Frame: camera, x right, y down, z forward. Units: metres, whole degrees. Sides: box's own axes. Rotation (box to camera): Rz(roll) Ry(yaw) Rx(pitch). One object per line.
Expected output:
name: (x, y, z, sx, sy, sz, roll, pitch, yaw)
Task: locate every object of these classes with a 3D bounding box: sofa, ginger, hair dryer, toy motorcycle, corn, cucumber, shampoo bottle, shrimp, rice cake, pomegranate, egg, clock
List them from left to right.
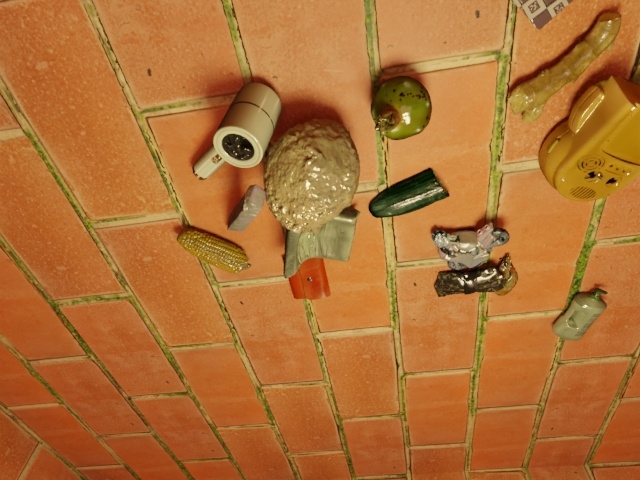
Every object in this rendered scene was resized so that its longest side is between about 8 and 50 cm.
corn: (-0.354, 0.037, 1.404, 0.261, 0.097, 0.097, 26, 124, -16)
hair dryer: (-0.259, -0.254, 1.141, 0.128, 0.203, 0.362, 36, 137, -27)
rice cake: (-0.221, -0.079, 1.211, 0.056, 0.073, 0.365, 13, 166, -17)
egg: (-0.021, -0.174, 1.125, 0.278, 0.279, 0.311, 13, 101, -9)
sofa: (0.000, 0.000, 1.314, 0.225, 0.176, 0.210, 7, 127, -4)
pomegranate: (0.195, -0.323, 1.052, 0.159, 0.205, 0.159, 20, 133, 23)
cucumber: (0.266, -0.123, 1.288, 0.243, 0.063, 0.115, -24, 123, 20)
toy motorcycle: (0.460, 0.010, 1.353, 0.204, 0.108, 0.239, 25, 124, -17)
shrimp: (0.659, 0.123, 1.484, 0.101, 0.042, 0.190, -21, 126, -9)
ginger: (0.607, -0.429, 1.040, 0.117, 0.065, 0.299, 23, 127, -32)
shampoo bottle: (0.975, 0.267, 1.554, 0.118, 0.087, 0.234, 8, 127, -5)
clock: (0.748, -0.248, 1.111, 0.244, 0.200, 0.317, 18, 134, -9)

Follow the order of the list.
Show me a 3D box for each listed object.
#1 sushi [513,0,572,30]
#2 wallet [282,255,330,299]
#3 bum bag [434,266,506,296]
sushi: (0.514, -0.613, 0.918, 0.192, 0.040, 0.210, 37, 123, -16)
wallet: (-0.047, 0.129, 1.498, 0.142, 0.045, 0.205, -7, 128, 6)
bum bag: (0.522, 0.145, 1.474, 0.247, 0.069, 0.102, -12, 133, 24)
